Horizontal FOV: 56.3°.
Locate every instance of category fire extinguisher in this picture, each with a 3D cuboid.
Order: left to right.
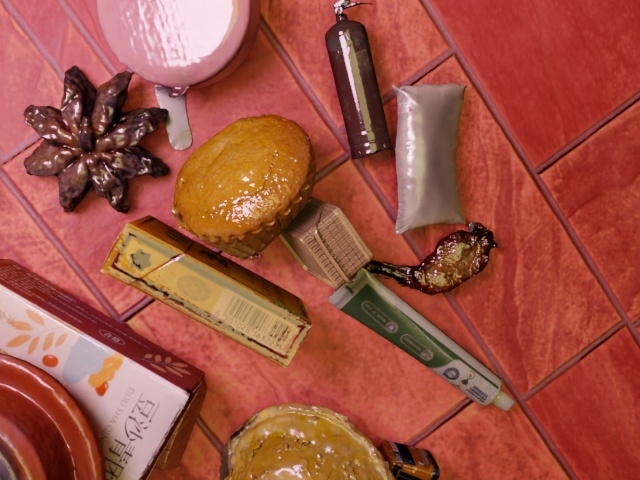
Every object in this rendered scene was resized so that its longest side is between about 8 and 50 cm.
[{"bbox_3d":[0.066,-0.275,0.989,0.089,0.072,0.268,-11,98,16],"label":"fire extinguisher"}]

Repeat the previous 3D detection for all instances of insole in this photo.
[{"bbox_3d":[-0.241,-0.226,0.991,0.053,0.002,0.153,-12,97,-6],"label":"insole"}]

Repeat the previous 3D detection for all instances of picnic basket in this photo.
[{"bbox_3d":[0.000,0.000,0.958,0.079,0.164,0.115,-41,114,-11],"label":"picnic basket"}]

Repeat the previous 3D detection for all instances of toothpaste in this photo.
[{"bbox_3d":[0.192,0.188,1.061,0.392,0.061,0.099,37,118,-9],"label":"toothpaste"}]

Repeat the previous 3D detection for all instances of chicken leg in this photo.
[{"bbox_3d":[0.193,0.044,1.052,0.253,0.051,0.106,-16,94,-4],"label":"chicken leg"}]

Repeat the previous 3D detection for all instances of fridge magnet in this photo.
[{"bbox_3d":[-0.468,0.327,0.790,0.363,0.155,0.364,0,91,1],"label":"fridge magnet"}]

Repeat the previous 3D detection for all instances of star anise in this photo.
[{"bbox_3d":[-0.358,-0.157,0.935,0.223,0.109,0.236,1,97,-3],"label":"star anise"}]

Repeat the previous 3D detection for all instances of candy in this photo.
[{"bbox_3d":[-0.214,-0.348,0.912,0.255,0.094,0.256,2,102,7],"label":"candy"}]

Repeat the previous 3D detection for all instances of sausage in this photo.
[{"bbox_3d":[-0.241,0.297,1.011,0.065,0.065,0.170,22,92,-9],"label":"sausage"}]

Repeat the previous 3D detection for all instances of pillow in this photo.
[{"bbox_3d":[0.189,-0.139,1.017,0.144,0.078,0.254,-5,97,-28],"label":"pillow"}]

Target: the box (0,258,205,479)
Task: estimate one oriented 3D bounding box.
[{"bbox_3d":[-0.436,0.272,0.927,0.385,0.122,0.345,30,92,0],"label":"box"}]

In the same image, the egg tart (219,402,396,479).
[{"bbox_3d":[-0.032,0.437,0.976,0.341,0.132,0.342,1,94,17],"label":"egg tart"}]

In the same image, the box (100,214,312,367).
[{"bbox_3d":[-0.169,0.072,0.934,0.301,0.193,0.084,30,91,-9],"label":"box"}]

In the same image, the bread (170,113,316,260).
[{"bbox_3d":[-0.108,-0.085,0.925,0.240,0.240,0.139,-40,134,-2],"label":"bread"}]

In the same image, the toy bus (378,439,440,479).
[{"bbox_3d":[0.121,0.461,1.061,0.114,0.098,0.201,23,94,-7],"label":"toy bus"}]
